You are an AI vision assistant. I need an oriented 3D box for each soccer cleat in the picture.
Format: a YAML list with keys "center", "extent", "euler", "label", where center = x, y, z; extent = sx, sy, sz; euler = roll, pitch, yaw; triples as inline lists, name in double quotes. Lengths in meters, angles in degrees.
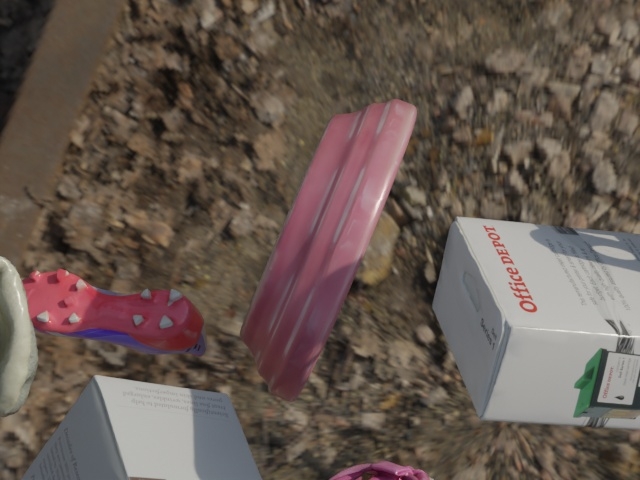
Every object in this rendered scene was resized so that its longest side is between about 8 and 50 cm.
- center: [-0.248, 0.092, 1.617]
  extent: [0.248, 0.095, 0.083]
  euler: [4, 55, 22]
  label: "soccer cleat"

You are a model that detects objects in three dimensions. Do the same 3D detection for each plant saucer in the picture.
- center: [0.000, 0.000, 1.450]
  extent: [0.084, 0.332, 0.332]
  euler: [22, 86, -1]
  label: "plant saucer"

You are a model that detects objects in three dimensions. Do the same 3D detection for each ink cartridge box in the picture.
- center: [0.212, 0.065, 1.081]
  extent: [0.219, 0.160, 0.092]
  euler: [5, 119, -13]
  label: "ink cartridge box"

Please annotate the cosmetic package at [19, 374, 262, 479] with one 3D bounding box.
- center: [-0.163, 0.242, 1.255]
  extent: [0.183, 0.151, 0.151]
  euler: [-52, 45, 27]
  label: "cosmetic package"

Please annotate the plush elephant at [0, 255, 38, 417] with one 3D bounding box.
- center: [-0.353, 0.034, 0.982]
  extent: [0.330, 0.255, 0.272]
  euler: [-39, 35, -23]
  label: "plush elephant"

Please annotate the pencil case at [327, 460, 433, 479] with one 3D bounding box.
- center: [0.116, 0.417, 1.438]
  extent: [0.167, 0.160, 0.386]
  euler: [-24, 104, 15]
  label: "pencil case"
